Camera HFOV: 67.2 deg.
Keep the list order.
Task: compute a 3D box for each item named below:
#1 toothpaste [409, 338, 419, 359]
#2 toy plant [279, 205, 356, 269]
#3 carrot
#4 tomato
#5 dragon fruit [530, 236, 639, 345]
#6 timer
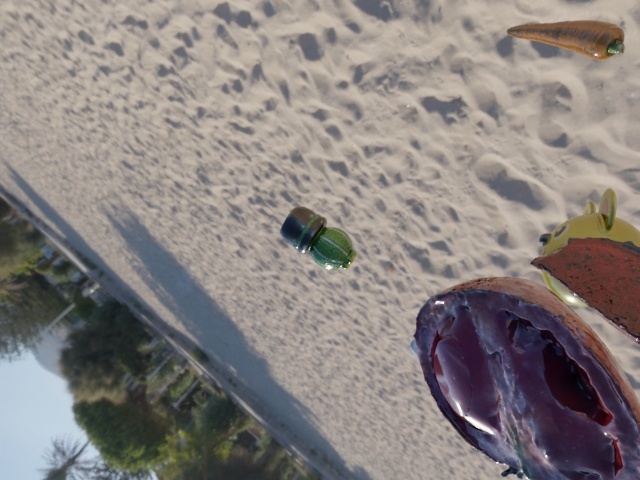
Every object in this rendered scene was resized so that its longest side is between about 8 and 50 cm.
[{"bbox_3d":[0.228,0.240,0.850,0.045,0.071,0.193,12,-157,-29],"label":"toothpaste"},{"bbox_3d":[0.000,0.000,0.998,0.162,0.093,0.093,32,157,7],"label":"toy plant"},{"bbox_3d":[0.447,-0.381,0.889,0.257,0.061,0.061,48,170,50],"label":"carrot"},{"bbox_3d":[0.176,0.104,0.394,0.189,0.099,0.173,5,113,53],"label":"tomato"},{"bbox_3d":[0.720,0.117,1.159,0.343,0.282,0.100,48,157,39],"label":"dragon fruit"},{"bbox_3d":[0.937,0.033,1.658,0.376,0.387,0.376,4,177,0],"label":"timer"}]
